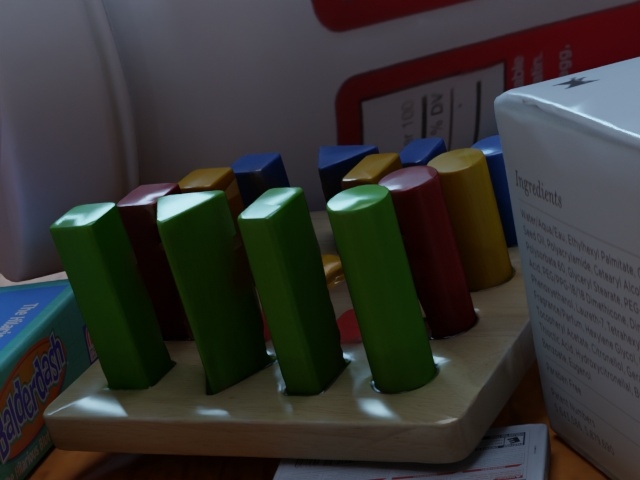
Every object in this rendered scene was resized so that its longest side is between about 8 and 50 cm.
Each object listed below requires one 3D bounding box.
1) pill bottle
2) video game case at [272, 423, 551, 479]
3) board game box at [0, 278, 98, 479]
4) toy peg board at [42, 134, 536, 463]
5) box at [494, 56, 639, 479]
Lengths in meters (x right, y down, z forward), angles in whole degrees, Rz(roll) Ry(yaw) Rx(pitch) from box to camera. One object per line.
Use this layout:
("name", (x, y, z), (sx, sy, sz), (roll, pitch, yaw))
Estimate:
("pill bottle", (0.025, -0.118, 0.815), (0.407, 0.229, 0.229), (-17, 16, -20))
("video game case", (0.021, 0.085, 0.498), (0.087, 0.011, 0.122), (-7, 15, 11))
("board game box", (-0.203, 0.070, 0.645), (0.210, 0.047, 0.160), (-7, 16, 13))
("toy peg board", (0.000, 0.000, 0.606), (0.161, 0.079, 0.160), (-2, 26, 30))
("box", (0.169, 0.004, 0.482), (0.181, 0.119, 0.182), (-15, 15, -12))
